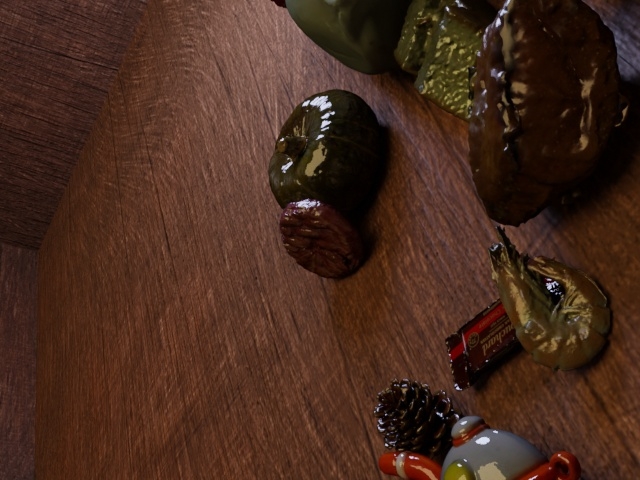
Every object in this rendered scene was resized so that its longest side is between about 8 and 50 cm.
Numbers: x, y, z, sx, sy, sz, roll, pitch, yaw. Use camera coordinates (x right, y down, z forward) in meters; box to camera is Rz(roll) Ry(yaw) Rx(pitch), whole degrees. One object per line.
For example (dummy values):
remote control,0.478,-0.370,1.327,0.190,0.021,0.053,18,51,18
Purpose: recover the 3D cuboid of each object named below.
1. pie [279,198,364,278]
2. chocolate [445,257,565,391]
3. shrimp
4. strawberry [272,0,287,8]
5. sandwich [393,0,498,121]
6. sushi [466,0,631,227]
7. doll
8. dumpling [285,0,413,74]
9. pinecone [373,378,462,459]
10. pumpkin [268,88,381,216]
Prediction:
pie,0.000,0.000,1.273,0.154,0.154,0.036,-32,19,50
chocolate,0.212,0.101,0.950,0.182,0.028,0.086,-49,34,32
shrimp,0.236,0.053,0.875,0.099,0.041,0.180,-38,58,18
strawberry,-0.022,-0.580,1.469,0.310,0.291,0.292,-57,32,40
sandwich,0.192,-0.236,1.065,0.122,0.128,0.236,-66,28,29
sushi,0.242,-0.165,0.908,0.179,0.166,0.297,-34,-61,-76
doll,0.150,0.295,0.870,0.336,0.105,0.200,-44,63,43
dumpling,0.074,-0.359,1.268,0.321,0.269,0.212,-129,39,-50
pinecone,0.113,0.215,0.980,0.102,0.109,0.102,-18,56,29
pumpkin,-0.006,-0.131,1.321,0.219,0.162,0.219,-30,51,46
